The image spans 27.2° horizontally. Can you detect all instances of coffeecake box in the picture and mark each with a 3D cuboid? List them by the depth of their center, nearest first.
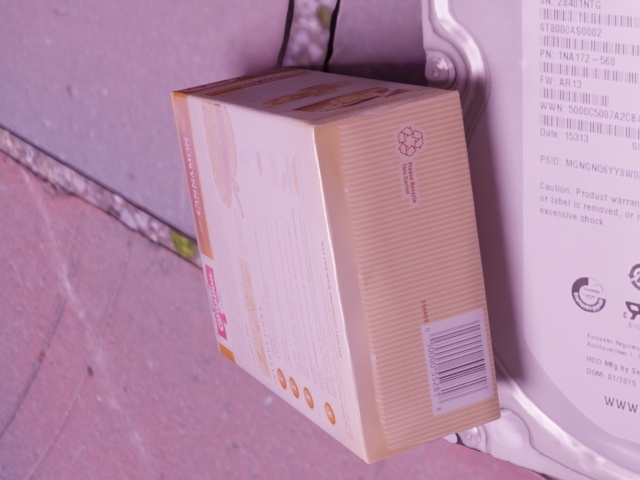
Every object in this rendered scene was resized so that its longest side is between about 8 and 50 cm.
[{"bbox_3d":[0.000,0.000,0.608,0.185,0.068,0.142,-156,54,-64],"label":"coffeecake box"}]

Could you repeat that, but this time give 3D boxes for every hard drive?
[{"bbox_3d":[0.150,-0.048,0.516,0.237,0.064,0.339,13,116,36],"label":"hard drive"}]
